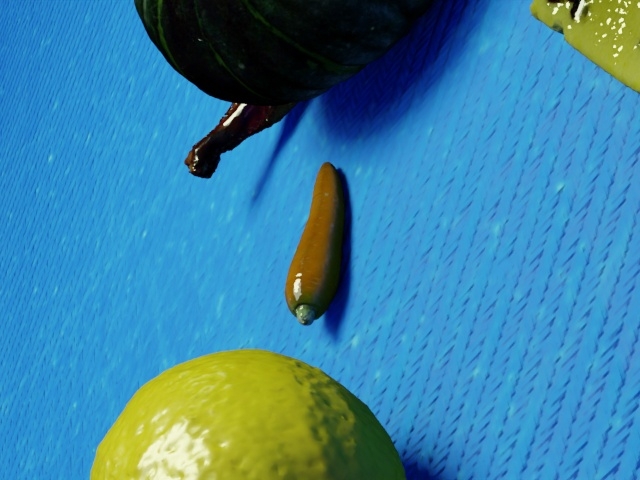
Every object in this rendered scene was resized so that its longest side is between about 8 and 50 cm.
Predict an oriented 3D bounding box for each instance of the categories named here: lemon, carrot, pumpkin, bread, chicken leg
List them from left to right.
[{"bbox_3d":[-0.038,0.149,0.944,0.181,0.180,0.193,-56,47,24],"label":"lemon"},{"bbox_3d":[-0.039,-0.140,1.290,0.093,0.053,0.205,6,69,22],"label":"chicken leg"},{"bbox_3d":[-0.030,-0.212,1.161,0.250,0.216,0.250,-12,75,53],"label":"pumpkin"},{"bbox_3d":[0.000,0.000,1.148,0.035,0.035,0.142,-40,30,45],"label":"carrot"},{"bbox_3d":[0.158,-0.136,0.923,0.088,0.049,0.226,-62,25,13],"label":"bread"}]
